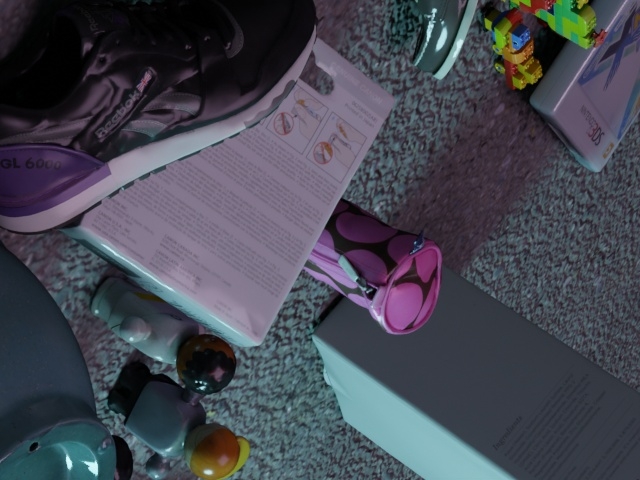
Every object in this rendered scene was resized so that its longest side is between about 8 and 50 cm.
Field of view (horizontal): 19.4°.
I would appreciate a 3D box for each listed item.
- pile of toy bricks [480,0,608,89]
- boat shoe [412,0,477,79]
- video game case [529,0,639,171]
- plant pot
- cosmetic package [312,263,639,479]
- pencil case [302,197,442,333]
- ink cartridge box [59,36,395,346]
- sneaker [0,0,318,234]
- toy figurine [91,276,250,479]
[{"bbox_3d":[0.227,-0.220,1.796,0.118,0.105,0.212,-47,153,-17],"label":"pile of toy bricks"},{"bbox_3d":[0.111,-0.243,1.627,0.081,0.068,0.228,-87,-169,-51],"label":"boat shoe"},{"bbox_3d":[0.356,-0.244,2.023,0.329,0.036,0.300,-57,160,1],"label":"video game case"},{"bbox_3d":[-0.267,0.146,1.294,0.293,0.196,0.293,-39,149,-29],"label":"plant pot"},{"bbox_3d":[0.190,0.188,1.888,0.156,0.385,0.217,-46,154,-16],"label":"cosmetic package"},{"bbox_3d":[0.000,0.000,1.556,0.098,0.209,0.095,-21,128,-48],"label":"pencil case"},{"bbox_3d":[-0.071,-0.061,1.455,0.189,0.066,0.232,35,73,-29],"label":"ink cartridge box"},{"bbox_3d":[-0.124,-0.122,1.304,0.283,0.107,0.124,-35,141,-17],"label":"sneaker"},{"bbox_3d":[-0.162,0.158,1.533,0.209,0.148,0.213,-38,148,-31],"label":"toy figurine"}]
